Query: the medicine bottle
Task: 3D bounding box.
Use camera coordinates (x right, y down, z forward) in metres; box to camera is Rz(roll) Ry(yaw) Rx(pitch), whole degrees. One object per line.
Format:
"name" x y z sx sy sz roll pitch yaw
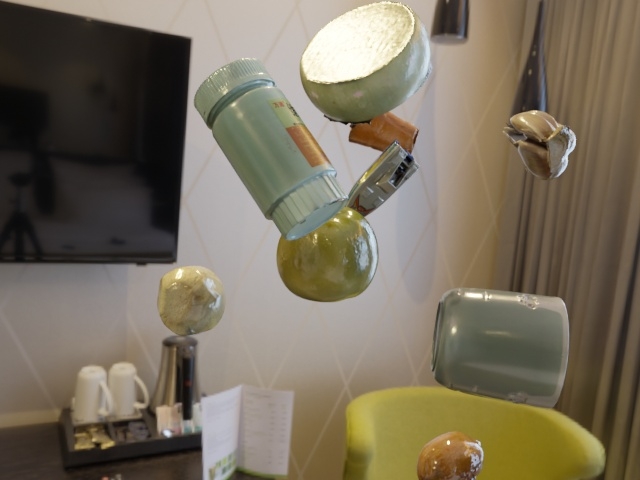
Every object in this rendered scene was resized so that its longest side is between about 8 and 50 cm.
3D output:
"medicine bottle" -0.089 -0.164 1.045 0.158 0.318 0.158 -31 -11 -7

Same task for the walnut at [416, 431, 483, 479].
"walnut" 0.495 0.824 2.109 0.297 0.203 0.203 -19 16 -24

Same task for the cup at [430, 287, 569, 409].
"cup" 0.416 0.250 1.389 0.274 0.260 0.357 8 -6 8

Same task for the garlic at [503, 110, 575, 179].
"garlic" 0.768 -0.339 1.984 0.237 0.210 0.292 21 15 -18

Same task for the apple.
"apple" 0.020 0.035 1.593 0.291 0.254 0.292 -3 22 1

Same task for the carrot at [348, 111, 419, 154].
"carrot" 0.249 -0.426 2.169 0.254 0.196 0.196 22 8 5

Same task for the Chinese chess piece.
"Chinese chess piece" 0.116 -0.467 1.483 0.349 0.349 0.146 9 -29 36

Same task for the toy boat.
"toy boat" 0.166 -0.157 1.708 0.129 0.295 0.088 34 14 -42

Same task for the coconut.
"coconut" -0.379 0.177 1.652 0.224 0.224 0.224 5 6 -1
